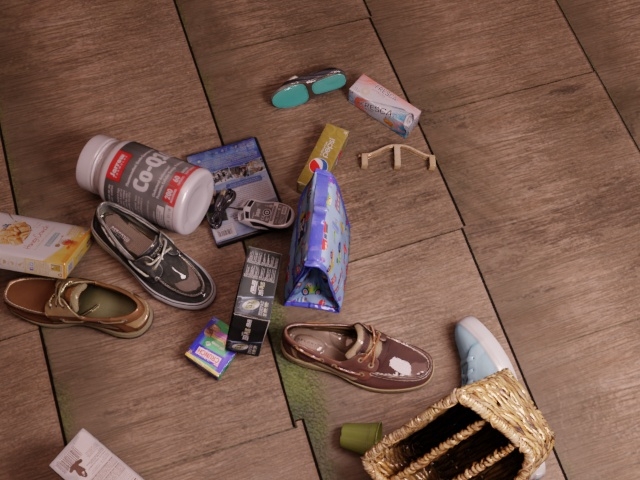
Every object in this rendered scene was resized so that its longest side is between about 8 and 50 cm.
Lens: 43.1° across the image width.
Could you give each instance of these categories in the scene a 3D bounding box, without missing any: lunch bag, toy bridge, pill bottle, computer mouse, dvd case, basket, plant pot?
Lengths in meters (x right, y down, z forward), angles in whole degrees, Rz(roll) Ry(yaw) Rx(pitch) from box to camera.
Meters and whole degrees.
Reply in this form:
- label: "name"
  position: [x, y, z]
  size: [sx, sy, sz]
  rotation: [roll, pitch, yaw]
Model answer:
- label: "lunch bag"
  position: [0.000, 0.000, 1.744]
  size: [0.138, 0.293, 0.221]
  rotation: [7, 66, 0]
- label: "toy bridge"
  position: [0.187, -0.206, 1.989]
  size: [0.188, 0.026, 0.063]
  rotation: [2, 64, -2]
- label: "pill bottle"
  position: [-0.403, -0.134, 1.852]
  size: [0.283, 0.161, 0.161]
  rotation: [21, 67, 13]
- label: "computer mouse"
  position: [-0.154, -0.058, 1.879]
  size: [0.193, 0.042, 0.106]
  rotation: [12, 61, 8]
- label: "dvd case"
  position: [-0.198, -0.119, 1.937]
  size: [0.180, 0.022, 0.253]
  rotation: [-18, 68, -11]
- label: "basket"
  position: [0.267, 0.414, 1.540]
  size: [0.223, 0.299, 0.213]
  rotation: [-6, 60, -53]
- label: "plant pot"
  position: [0.083, 0.413, 1.690]
  size: [0.079, 0.083, 0.083]
  rotation: [6, 65, 15]

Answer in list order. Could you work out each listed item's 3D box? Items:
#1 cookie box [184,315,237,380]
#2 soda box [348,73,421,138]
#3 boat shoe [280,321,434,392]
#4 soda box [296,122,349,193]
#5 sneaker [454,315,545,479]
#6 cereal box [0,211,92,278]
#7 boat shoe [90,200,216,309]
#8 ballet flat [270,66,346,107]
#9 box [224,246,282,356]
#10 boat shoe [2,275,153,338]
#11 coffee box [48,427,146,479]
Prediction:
- label: "cookie box"
  position: [-0.228, 0.235, 1.768]
  size: [0.092, 0.040, 0.107]
  rotation: [32, 69, 10]
- label: "soda box"
  position: [0.158, -0.337, 2.028]
  size: [0.183, 0.058, 0.063]
  rotation: [35, 69, 13]
- label: "boat shoe"
  position: [0.080, 0.238, 1.735]
  size: [0.342, 0.123, 0.123]
  rotation: [15, 67, 4]
- label: "soda box"
  position: [0.006, -0.191, 1.957]
  size: [0.061, 0.058, 0.181]
  rotation: [22, 67, 8]
- label: "sneaker"
  position: [0.336, 0.338, 1.697]
  size: [0.150, 0.135, 0.366]
  rotation: [-15, 67, -12]
- label: "cereal box"
  position: [-0.651, 0.008, 1.800]
  size: [0.240, 0.047, 0.173]
  rotation: [10, 29, 1]
- label: "boat shoe"
  position: [-0.378, 0.037, 1.799]
  size: [0.335, 0.119, 0.121]
  rotation: [33, 67, 4]
- label: "ballet flat"
  position: [-0.035, -0.390, 2.044]
  size: [0.203, 0.074, 0.074]
  rotation: [-20, 68, -4]
- label: "box"
  position: [-0.144, 0.131, 1.733]
  size: [0.077, 0.147, 0.180]
  rotation: [13, 51, -6]
- label: "boat shoe"
  position: [-0.526, 0.127, 1.760]
  size: [0.324, 0.120, 0.122]
  rotation: [8, 66, 1]
- label: "coffee box"
  position: [-0.398, 0.494, 1.594]
  size: [0.246, 0.141, 0.098]
  rotation: [36, 69, 12]
